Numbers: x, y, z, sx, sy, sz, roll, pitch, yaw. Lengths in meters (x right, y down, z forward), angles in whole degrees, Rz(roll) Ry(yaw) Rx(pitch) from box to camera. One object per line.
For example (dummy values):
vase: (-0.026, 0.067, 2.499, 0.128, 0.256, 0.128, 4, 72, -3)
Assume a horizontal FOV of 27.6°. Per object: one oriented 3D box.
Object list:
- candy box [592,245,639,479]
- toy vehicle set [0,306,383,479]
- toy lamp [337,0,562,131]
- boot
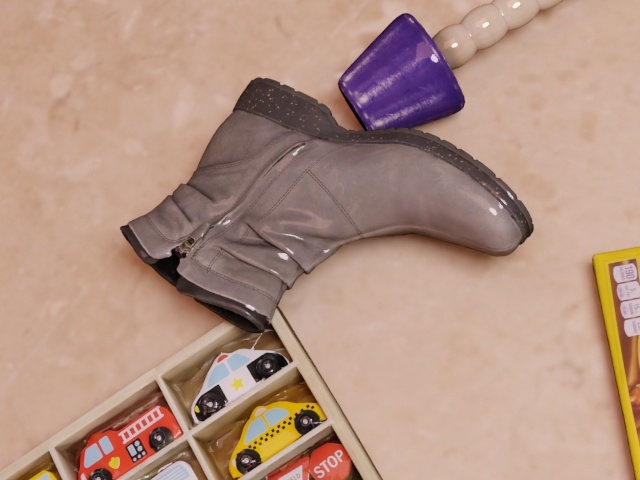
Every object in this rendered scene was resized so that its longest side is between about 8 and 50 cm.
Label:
candy box: (0.232, 0.096, 0.776, 0.105, 0.027, 0.205, -10, 67, 8)
toy vehicle set: (-0.101, 0.176, 0.835, 0.267, 0.035, 0.166, -34, 64, 1)
toy lamp: (0.138, -0.161, 0.877, 0.275, 0.080, 0.080, -34, 64, 2)
boot: (0.000, 0.000, 0.840, 0.246, 0.083, 0.161, 23, 67, 31)
